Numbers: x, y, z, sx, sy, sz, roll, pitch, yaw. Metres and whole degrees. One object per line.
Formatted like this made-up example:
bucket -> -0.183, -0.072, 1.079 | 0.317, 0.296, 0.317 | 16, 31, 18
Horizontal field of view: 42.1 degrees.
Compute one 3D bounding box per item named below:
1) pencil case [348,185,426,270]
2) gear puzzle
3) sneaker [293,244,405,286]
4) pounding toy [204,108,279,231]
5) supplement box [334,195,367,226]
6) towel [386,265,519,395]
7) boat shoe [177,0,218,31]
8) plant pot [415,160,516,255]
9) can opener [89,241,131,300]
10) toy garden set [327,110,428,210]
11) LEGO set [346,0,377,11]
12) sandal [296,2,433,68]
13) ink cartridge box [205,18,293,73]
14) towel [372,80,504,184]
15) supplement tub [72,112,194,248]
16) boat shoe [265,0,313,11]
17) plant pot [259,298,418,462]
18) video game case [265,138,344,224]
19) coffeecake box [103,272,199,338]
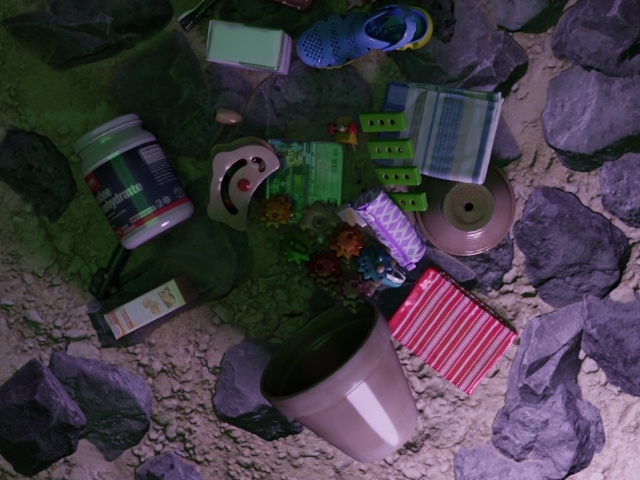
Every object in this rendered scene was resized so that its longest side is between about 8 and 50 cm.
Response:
pencil case -> 0.159, -0.032, 1.915 | 0.086, 0.088, 0.206 | -34, 113, 22
gear puzzle -> 0.000, 0.000, 1.882 | 0.339, 0.044, 0.175 | 38, 79, 8
sneaker -> 0.065, 0.060, 1.966 | 0.275, 0.107, 0.110 | 16, 115, 7
pounding toy -> -0.187, -0.173, 1.953 | 0.154, 0.155, 0.269 | 4, 112, -14
supplement box -> 0.069, -0.055, 1.954 | 0.098, 0.036, 0.062 | -27, 114, -8
towel -> 0.308, 0.213, 1.981 | 0.275, 0.031, 0.199 | 38, 97, 0
boat shoe -> -0.277, -0.538, 1.955 | 0.125, 0.046, 0.038 | -32, 92, 9
plant pot -> 0.337, -0.079, 1.917 | 0.237, 0.110, 0.237 | 0, 95, 3
can opener -> -0.498, 0.061, 2.009 | 0.073, 0.059, 0.186 | 29, 96, 2
toy garden set -> 0.134, -0.187, 1.912 | 0.204, 0.049, 0.244 | 3, 123, 35
LEGO set -> 0.027, -0.624, 1.908 | 0.093, 0.087, 0.227 | -34, 90, 5
sandal -> 0.098, -0.473, 1.891 | 0.317, 0.138, 0.126 | -14, 95, 7
ink cartridge box -> -0.154, -0.431, 1.870 | 0.160, 0.219, 0.092 | 9, 98, 4
towel -> 0.263, -0.250, 1.892 | 0.285, 0.034, 0.209 | 14, 96, 30
supplement tub -> -0.432, -0.135, 1.923 | 0.191, 0.191, 0.272 | -29, 92, 6
boat shoe -> -0.115, -0.583, 1.929 | 0.207, 0.073, 0.073 | 20, 136, 8
plant pot -> 0.072, 0.339, 1.894 | 0.323, 0.323, 0.280 | -36, 108, 6
video game case -> -0.038, -0.137, 1.982 | 0.183, 0.023, 0.201 | 3, 96, 3
coffeecake box -> -0.397, 0.153, 1.967 | 0.185, 0.142, 0.068 | -27, 91, 5
